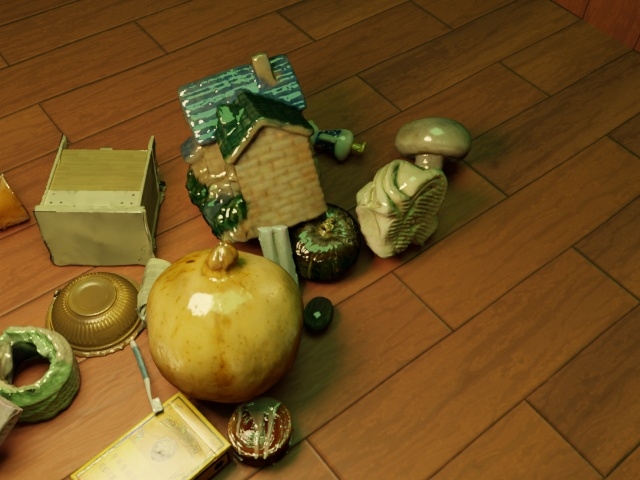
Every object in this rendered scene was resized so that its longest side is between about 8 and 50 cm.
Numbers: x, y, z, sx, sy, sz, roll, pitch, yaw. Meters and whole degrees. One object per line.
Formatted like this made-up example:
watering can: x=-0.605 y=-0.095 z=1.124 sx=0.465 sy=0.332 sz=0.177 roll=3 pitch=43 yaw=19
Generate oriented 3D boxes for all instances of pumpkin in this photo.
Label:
pumpkin: x=0.000 y=-0.003 z=1.967 sx=0.238 sy=0.159 sz=0.238 roll=4 pitch=48 yaw=-5

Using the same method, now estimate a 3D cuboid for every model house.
model house: x=-0.207 y=-0.282 z=1.944 sx=0.395 sy=0.400 sz=0.445 roll=-16 pitch=33 yaw=-8

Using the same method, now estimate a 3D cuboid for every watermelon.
watermelon: x=-0.005 y=0.193 z=1.859 sx=0.078 sy=0.078 sz=0.111 roll=14 pitch=51 yaw=8

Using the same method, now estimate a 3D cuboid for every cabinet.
cabinet: x=-0.604 y=-0.116 z=1.985 sx=0.290 sy=0.227 sz=0.318 roll=-1 pitch=48 yaw=-3

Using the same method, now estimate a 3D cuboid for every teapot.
teapot: x=-0.441 y=0.144 z=1.848 sx=0.077 sy=0.107 sz=0.200 roll=19 pitch=27 yaw=-17

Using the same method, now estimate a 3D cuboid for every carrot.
carrot: x=-0.974 y=-0.078 z=1.965 sx=0.254 sy=0.196 sz=0.196 roll=-33 pitch=59 yaw=-19

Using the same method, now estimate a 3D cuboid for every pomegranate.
pomegranate: x=-0.223 y=0.173 z=1.646 sx=0.410 sy=0.410 sz=0.410 roll=2 pitch=50 yaw=-2

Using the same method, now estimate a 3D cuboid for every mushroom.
mushroom: x=0.350 y=-0.267 z=2.200 sx=0.243 sy=0.243 sz=0.243 roll=2 pitch=50 yaw=-2

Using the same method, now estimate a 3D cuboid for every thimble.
thimble: x=-0.688 y=0.310 z=1.673 sx=0.219 sy=0.150 sz=0.219 roll=2 pitch=51 yaw=-2

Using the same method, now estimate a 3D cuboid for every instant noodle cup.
instant noodle cup: x=-0.590 y=0.168 z=1.836 sx=0.274 sy=0.091 sz=0.274 roll=2 pitch=51 yaw=-2

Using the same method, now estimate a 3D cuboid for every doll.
doll: x=0.001 y=-0.329 z=2.267 sx=0.293 sy=0.119 sz=0.138 roll=12 pitch=8 yaw=6

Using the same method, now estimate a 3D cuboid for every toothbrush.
toothbrush: x=-0.423 y=0.324 z=1.706 sx=0.025 sy=0.019 sz=0.276 roll=-19 pitch=35 yaw=-16

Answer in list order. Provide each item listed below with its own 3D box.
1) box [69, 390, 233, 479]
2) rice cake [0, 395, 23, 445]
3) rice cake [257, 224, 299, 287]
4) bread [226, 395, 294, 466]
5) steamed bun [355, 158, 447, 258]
box: x=-0.371 y=0.506 z=1.572 sx=0.193 sy=0.084 sz=0.301 roll=39 pitch=58 yaw=25
rice cake: x=-0.764 y=0.468 z=1.524 sx=0.106 sy=0.050 sz=0.298 roll=29 pitch=86 yaw=18
rice cake: x=-0.111 y=0.058 z=1.876 sx=0.085 sy=0.226 sz=0.040 roll=-16 pitch=28 yaw=-14
bread: x=-0.140 y=0.445 z=1.645 sx=0.160 sy=0.073 sz=0.160 roll=0 pitch=51 yaw=1
steamed bun: x=0.207 y=-0.112 z=1.994 sx=0.268 sy=0.280 sz=0.207 roll=-33 pitch=51 yaw=-28
